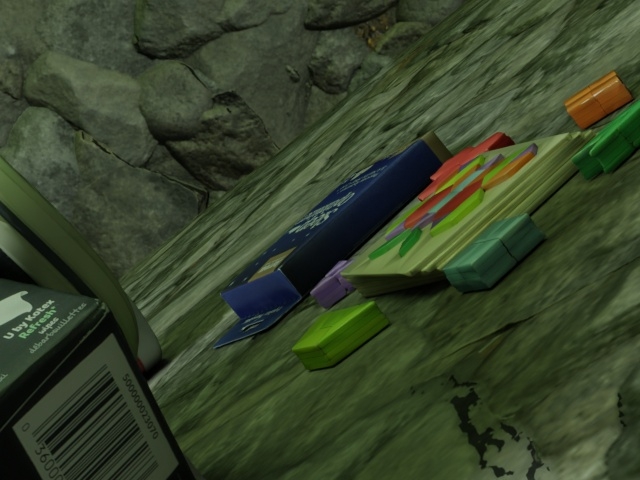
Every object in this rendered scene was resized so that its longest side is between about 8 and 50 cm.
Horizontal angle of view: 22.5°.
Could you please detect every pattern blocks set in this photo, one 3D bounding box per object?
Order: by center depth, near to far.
[{"bbox_3d":[0.091,-0.019,1.031,0.285,0.026,0.325,-43,8,-27],"label":"pattern blocks set"}]

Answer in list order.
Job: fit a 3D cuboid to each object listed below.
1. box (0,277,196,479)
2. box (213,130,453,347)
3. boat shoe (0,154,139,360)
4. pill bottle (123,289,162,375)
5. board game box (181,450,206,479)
[{"bbox_3d":[-0.197,0.111,0.726,0.270,0.165,0.143,9,41,41],"label":"box"},{"bbox_3d":[0.000,0.000,1.340,0.225,0.036,0.136,-44,8,-25],"label":"box"},{"bbox_3d":[-0.247,0.085,0.974,0.156,0.187,0.500,-47,5,-31],"label":"boat shoe"},{"bbox_3d":[-0.316,0.142,1.469,0.318,0.176,0.176,-40,7,-13],"label":"pill bottle"},{"bbox_3d":[-0.243,0.244,0.908,0.318,0.066,0.318,-43,9,-32],"label":"board game box"}]
